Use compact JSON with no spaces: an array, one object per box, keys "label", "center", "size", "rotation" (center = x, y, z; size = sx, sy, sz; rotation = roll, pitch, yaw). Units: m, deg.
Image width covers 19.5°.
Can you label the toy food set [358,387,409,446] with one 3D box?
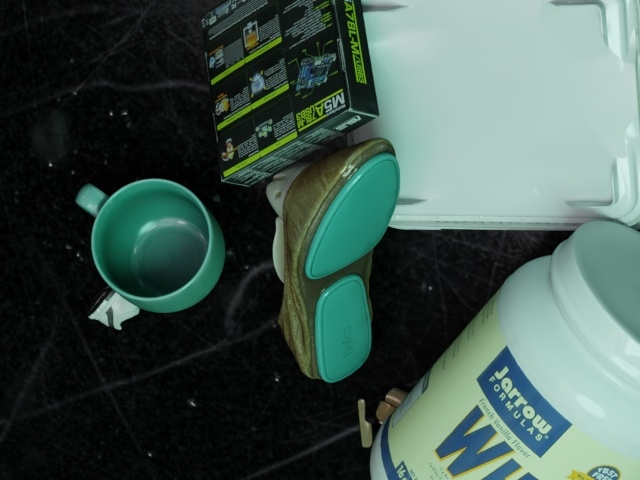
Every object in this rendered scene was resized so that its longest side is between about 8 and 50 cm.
[{"label":"toy food set","center":[0.103,0.190,1.953],"size":[0.122,0.019,0.078],"rotation":[0,110,16]}]

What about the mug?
[{"label":"mug","center":[-0.170,-0.002,1.944],"size":[0.129,0.097,0.158],"rotation":[-23,72,4]}]

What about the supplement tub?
[{"label":"supplement tub","center":[0.222,0.162,1.762],"size":[0.235,0.235,0.325],"rotation":[40,121,5]}]

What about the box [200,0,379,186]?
[{"label":"box","center":[-0.033,-0.170,1.787],"size":[0.190,0.045,0.184],"rotation":[-27,66,41]}]

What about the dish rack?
[{"label":"dish rack","center":[0.163,-0.135,1.771],"size":[0.332,0.072,0.286],"rotation":[1,109,22]}]

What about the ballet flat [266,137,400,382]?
[{"label":"ballet flat","center":[0.000,0.000,1.831],"size":[0.124,0.116,0.342],"rotation":[47,153,30]}]

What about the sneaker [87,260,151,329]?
[{"label":"sneaker","center":[-0.207,0.055,2.031],"size":[0.043,0.040,0.109],"rotation":[34,121,-20]}]
